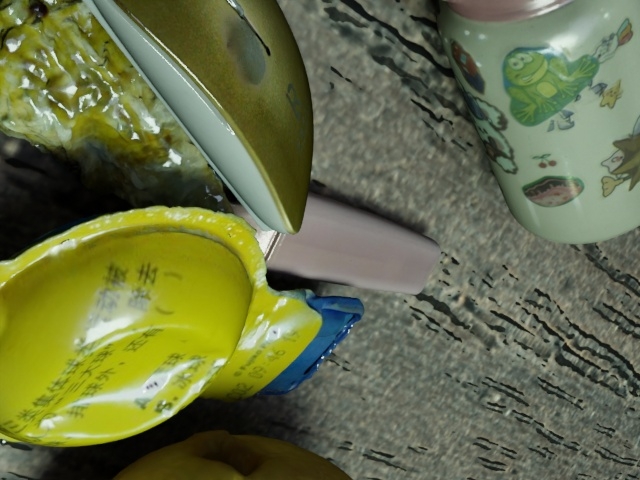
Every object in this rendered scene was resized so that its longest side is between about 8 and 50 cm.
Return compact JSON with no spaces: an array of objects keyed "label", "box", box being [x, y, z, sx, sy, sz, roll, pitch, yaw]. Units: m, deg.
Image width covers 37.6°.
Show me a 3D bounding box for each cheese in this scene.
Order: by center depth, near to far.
[{"label":"cheese","box":[-0.082,0.053,0.501,0.270,0.069,0.177,13,124,-47]}]

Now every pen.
[{"label":"pen","box":[0.000,0.000,0.573,0.197,0.032,0.053,16,106,-45]}]

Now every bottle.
[{"label":"bottle","box":[0.132,-0.117,0.551,0.120,0.120,0.253,-43,132,-10]}]

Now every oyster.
[{"label":"oyster","box":[-0.106,-0.067,0.452,0.121,0.045,0.146,-9,120,-18]}]

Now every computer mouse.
[{"label":"computer mouse","box":[-0.045,-0.087,0.454,0.199,0.045,0.102,56,32,-42]}]

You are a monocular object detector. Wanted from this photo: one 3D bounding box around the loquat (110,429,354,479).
[{"label":"loquat","box":[-0.057,0.226,0.550,0.238,0.193,0.238,-12,105,-52]}]
